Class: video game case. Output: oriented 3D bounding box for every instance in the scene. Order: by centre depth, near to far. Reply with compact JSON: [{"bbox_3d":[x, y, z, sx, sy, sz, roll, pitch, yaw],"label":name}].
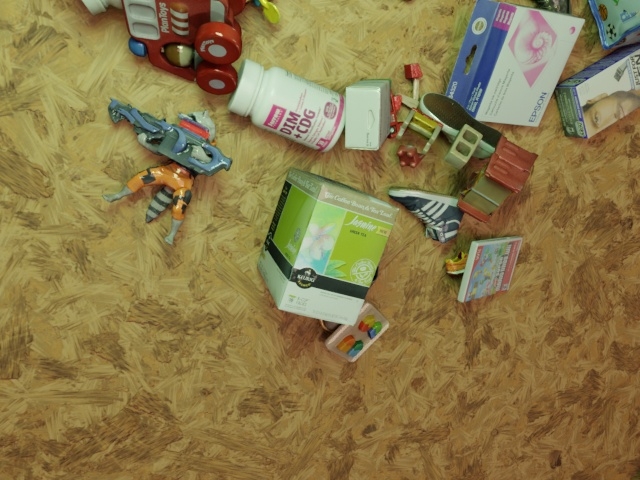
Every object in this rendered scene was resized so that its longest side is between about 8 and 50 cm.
[{"bbox_3d":[0.572,0.092,1.572,0.285,0.025,0.203,-5,112,-39],"label":"video game case"}]

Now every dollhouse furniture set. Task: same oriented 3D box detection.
[{"bbox_3d":[0.397,-0.236,1.362,0.374,0.201,0.152,32,64,4],"label":"dollhouse furniture set"}]

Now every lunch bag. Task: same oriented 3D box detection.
[{"bbox_3d":[0.985,-0.818,1.385,0.328,0.239,0.385,-16,87,-11],"label":"lunch bag"}]

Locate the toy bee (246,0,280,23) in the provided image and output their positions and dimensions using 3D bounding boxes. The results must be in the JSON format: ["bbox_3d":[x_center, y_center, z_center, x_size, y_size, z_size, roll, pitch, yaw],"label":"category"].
[{"bbox_3d":[-0.148,-0.643,1.118,0.195,0.162,0.298,28,96,-21],"label":"toy bee"}]

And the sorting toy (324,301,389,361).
[{"bbox_3d":[0.127,0.303,1.506,0.193,0.038,0.208,-45,141,-1],"label":"sorting toy"}]

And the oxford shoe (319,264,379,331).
[{"bbox_3d":[0.092,0.127,1.432,0.130,0.133,0.363,15,101,-21],"label":"oxford shoe"}]

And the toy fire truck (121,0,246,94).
[{"bbox_3d":[-0.306,-0.470,1.061,0.254,0.302,0.169,6,73,-13],"label":"toy fire truck"}]

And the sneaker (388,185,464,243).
[{"bbox_3d":[0.328,-0.078,1.467,0.283,0.099,0.153,8,101,-23],"label":"sneaker"}]

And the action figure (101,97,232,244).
[{"bbox_3d":[-0.400,-0.207,1.200,0.341,0.178,0.330,36,86,4],"label":"action figure"}]

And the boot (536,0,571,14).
[{"bbox_3d":[0.634,-0.731,1.390,0.229,0.091,0.262,11,101,-13],"label":"boot"}]

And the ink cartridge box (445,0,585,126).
[{"bbox_3d":[0.558,-0.507,1.377,0.331,0.071,0.323,-1,125,-18],"label":"ink cartridge box"}]

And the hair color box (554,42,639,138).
[{"bbox_3d":[0.952,-0.497,1.538,0.339,0.110,0.185,-31,113,-5],"label":"hair color box"}]

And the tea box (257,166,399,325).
[{"bbox_3d":[0.000,0.000,1.260,0.220,0.329,0.323,15,101,-21],"label":"tea box"}]

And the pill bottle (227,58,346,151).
[{"bbox_3d":[-0.085,-0.351,1.222,0.283,0.160,0.160,17,100,-21],"label":"pill bottle"}]

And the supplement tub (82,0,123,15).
[{"bbox_3d":[-0.404,-0.645,0.998,0.316,0.228,0.228,-31,112,-7],"label":"supplement tub"}]

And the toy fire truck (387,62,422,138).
[{"bbox_3d":[0.238,-0.406,1.369,0.135,0.047,0.191,-19,110,-11],"label":"toy fire truck"}]

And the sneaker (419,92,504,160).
[{"bbox_3d":[0.404,-0.327,1.414,0.290,0.123,0.105,32,67,-8],"label":"sneaker"}]

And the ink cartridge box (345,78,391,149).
[{"bbox_3d":[0.130,-0.340,1.246,0.093,0.212,0.154,5,115,13],"label":"ink cartridge box"}]

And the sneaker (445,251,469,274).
[{"bbox_3d":[0.505,0.066,1.586,0.175,0.064,0.067,-13,96,-18],"label":"sneaker"}]
